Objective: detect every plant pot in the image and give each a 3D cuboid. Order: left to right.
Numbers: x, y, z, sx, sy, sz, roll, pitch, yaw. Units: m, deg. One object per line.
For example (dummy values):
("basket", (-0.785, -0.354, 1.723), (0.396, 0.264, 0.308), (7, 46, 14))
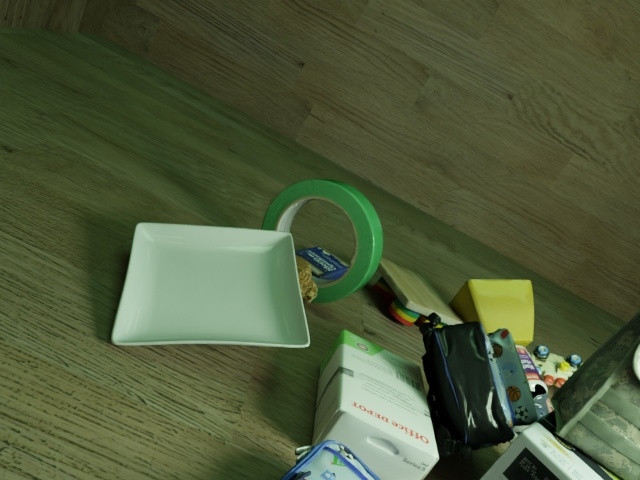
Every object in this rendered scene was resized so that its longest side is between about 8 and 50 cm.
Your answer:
("plant pot", (0.539, 0.253, 1.582), (0.213, 0.212, 0.187), (1, 56, -9))

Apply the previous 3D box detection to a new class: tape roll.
("tape roll", (0.000, 0.000, 1.325), (0.321, 0.321, 0.077), (36, 20, 18))

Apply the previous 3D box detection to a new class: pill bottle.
("pill bottle", (0.577, 0.405, 1.451), (0.108, 0.108, 0.193), (21, 32, -24))

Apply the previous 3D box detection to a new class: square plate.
("square plate", (-0.213, 0.089, 1.025), (0.345, 0.049, 0.347), (4, 37, -14))

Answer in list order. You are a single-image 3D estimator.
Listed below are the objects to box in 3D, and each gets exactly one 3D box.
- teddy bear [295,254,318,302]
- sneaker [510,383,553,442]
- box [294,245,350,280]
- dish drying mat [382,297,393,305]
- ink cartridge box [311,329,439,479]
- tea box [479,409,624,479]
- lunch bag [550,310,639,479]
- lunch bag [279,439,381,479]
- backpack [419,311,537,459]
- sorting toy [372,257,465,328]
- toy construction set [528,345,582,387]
("teddy bear", (-0.142, 0.129, 1.162), (0.245, 0.113, 0.338), (23, 27, 2))
("sneaker", (0.548, 0.452, 1.249), (0.350, 0.148, 0.131), (35, 20, 13))
("box", (-0.014, 0.075, 1.521), (0.137, 0.036, 0.225), (34, 24, 25))
("dish drying mat", (0.234, 0.210, 1.616), (0.032, 0.008, 0.083), (7, 29, -47))
("ink cartridge box", (0.100, 0.320, 0.982), (0.199, 0.114, 0.273), (28, 19, -5))
("tea box", (0.487, 0.506, 0.918), (0.324, 0.219, 0.329), (6, 31, -48))
("lunch bag", (0.592, 0.276, 0.873), (0.235, 0.286, 0.169), (35, 19, 11))
("lunch bag", (0.054, 0.416, 0.686), (0.303, 0.114, 0.243), (39, 19, 21))
("backpack", (0.314, 0.305, 1.069), (0.213, 0.263, 0.276), (-5, 67, -2))
("sorting toy", (0.285, 0.184, 1.605), (0.256, 0.089, 0.257), (24, 20, -32))
("toy construction set", (0.754, 0.444, 1.605), (0.328, 0.151, 0.215), (25, 44, 6))
